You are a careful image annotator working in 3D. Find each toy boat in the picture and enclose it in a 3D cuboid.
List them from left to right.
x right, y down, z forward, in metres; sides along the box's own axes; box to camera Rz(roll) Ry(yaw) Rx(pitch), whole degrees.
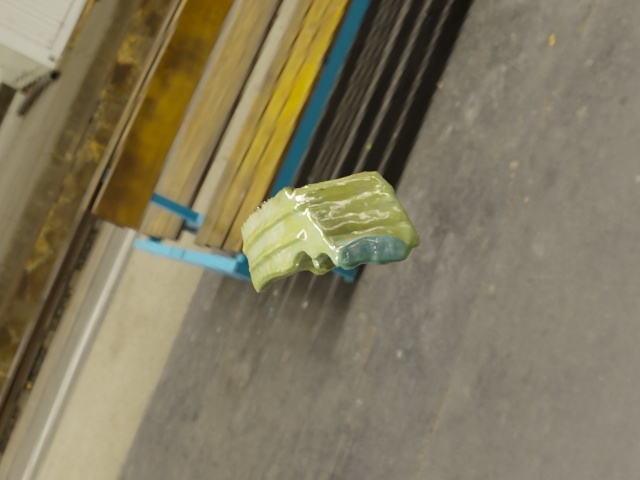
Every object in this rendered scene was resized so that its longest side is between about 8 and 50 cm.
[{"bbox_3d":[-0.001,-0.006,0.873,0.276,0.111,0.084,160,97,-72],"label":"toy boat"}]
